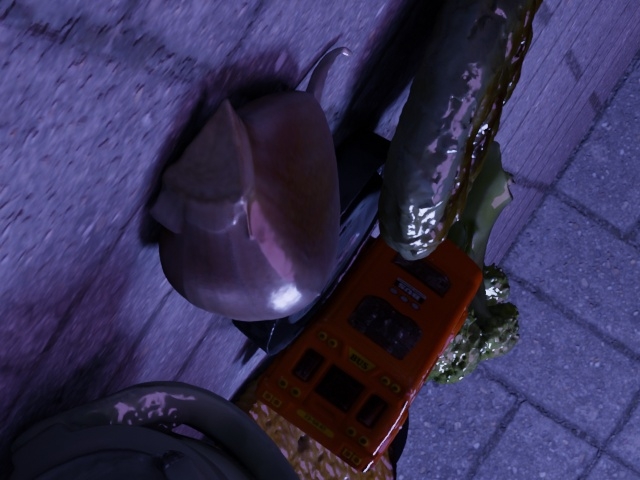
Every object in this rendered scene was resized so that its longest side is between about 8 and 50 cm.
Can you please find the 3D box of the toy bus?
[{"bbox_3d":[0.064,0.083,1.779,0.153,0.143,0.329,-57,176,30],"label":"toy bus"}]

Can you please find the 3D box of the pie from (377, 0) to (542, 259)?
[{"bbox_3d":[0.122,-0.123,1.507,0.306,0.071,0.306,23,90,-80],"label":"pie"}]

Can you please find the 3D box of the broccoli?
[{"bbox_3d":[0.194,0.065,2.331,0.302,0.186,0.254,-47,159,-17],"label":"broccoli"}]

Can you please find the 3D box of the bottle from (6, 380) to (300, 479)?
[{"bbox_3d":[-0.114,0.212,1.193,0.229,0.229,0.352,-54,167,-12],"label":"bottle"}]

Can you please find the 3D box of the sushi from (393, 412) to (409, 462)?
[{"bbox_3d":[0.018,0.216,2.080,0.225,0.126,0.136,6,92,-73],"label":"sushi"}]

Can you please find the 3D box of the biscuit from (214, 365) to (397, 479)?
[{"bbox_3d":[-0.021,0.265,1.857,0.305,0.038,0.305,-5,96,-51],"label":"biscuit"}]

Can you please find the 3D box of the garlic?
[{"bbox_3d":[-0.031,-0.032,1.182,0.148,0.128,0.266,-47,-175,22],"label":"garlic"}]

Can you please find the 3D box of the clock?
[{"bbox_3d":[0.000,0.000,1.552,0.215,0.042,0.215,-54,171,-13],"label":"clock"}]
